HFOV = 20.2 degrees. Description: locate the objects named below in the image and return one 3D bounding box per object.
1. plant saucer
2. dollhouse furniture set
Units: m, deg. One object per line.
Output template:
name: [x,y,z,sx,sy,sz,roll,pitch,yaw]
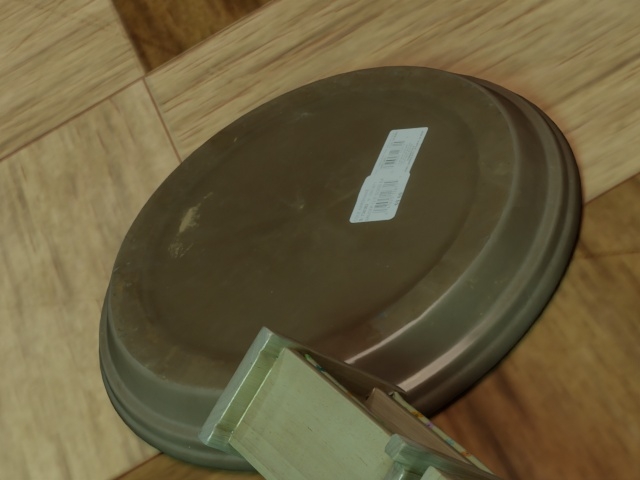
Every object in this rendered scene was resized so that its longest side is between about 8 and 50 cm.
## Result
plant saucer: [0.000,0.000,0.945,0.278,0.041,0.278,-19,38,15]
dollhouse furniture set: [0.016,0.156,0.746,0.182,0.101,0.161,37,98,50]
